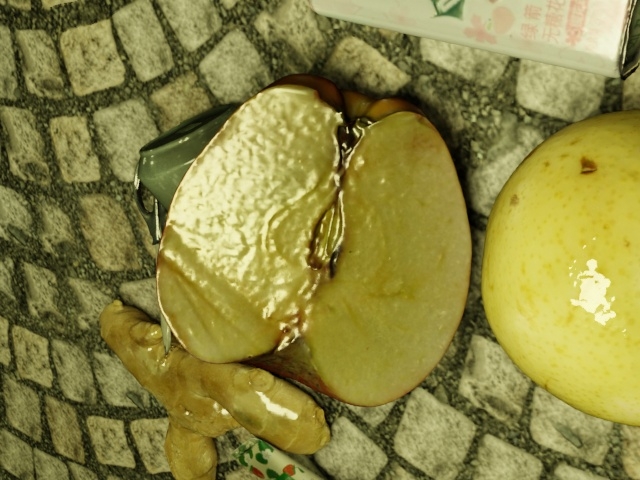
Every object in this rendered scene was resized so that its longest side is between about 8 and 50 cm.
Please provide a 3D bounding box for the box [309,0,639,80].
[{"bbox_3d":[0.171,-0.296,1.008,0.370,0.112,0.190,19,122,25],"label":"box"}]

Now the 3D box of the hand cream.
[{"bbox_3d":[-0.005,0.377,1.445,0.276,0.059,0.095,35,140,-7],"label":"hand cream"}]

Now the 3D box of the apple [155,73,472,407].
[{"bbox_3d":[0.000,0.000,1.137,0.295,0.329,0.365,20,102,38],"label":"apple"}]

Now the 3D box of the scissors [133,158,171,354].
[{"bbox_3d":[-0.230,0.020,1.448,0.109,0.022,0.300,0,95,37],"label":"scissors"}]

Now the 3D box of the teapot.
[{"bbox_3d":[-0.135,-0.053,1.323,0.225,0.171,0.203,65,162,-16],"label":"teapot"}]

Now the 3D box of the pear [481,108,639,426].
[{"bbox_3d":[0.298,0.027,0.949,0.309,0.309,0.309,16,120,29],"label":"pear"}]

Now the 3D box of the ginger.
[{"bbox_3d":[-0.189,0.221,1.512,0.348,0.122,0.363,53,142,-9],"label":"ginger"}]
